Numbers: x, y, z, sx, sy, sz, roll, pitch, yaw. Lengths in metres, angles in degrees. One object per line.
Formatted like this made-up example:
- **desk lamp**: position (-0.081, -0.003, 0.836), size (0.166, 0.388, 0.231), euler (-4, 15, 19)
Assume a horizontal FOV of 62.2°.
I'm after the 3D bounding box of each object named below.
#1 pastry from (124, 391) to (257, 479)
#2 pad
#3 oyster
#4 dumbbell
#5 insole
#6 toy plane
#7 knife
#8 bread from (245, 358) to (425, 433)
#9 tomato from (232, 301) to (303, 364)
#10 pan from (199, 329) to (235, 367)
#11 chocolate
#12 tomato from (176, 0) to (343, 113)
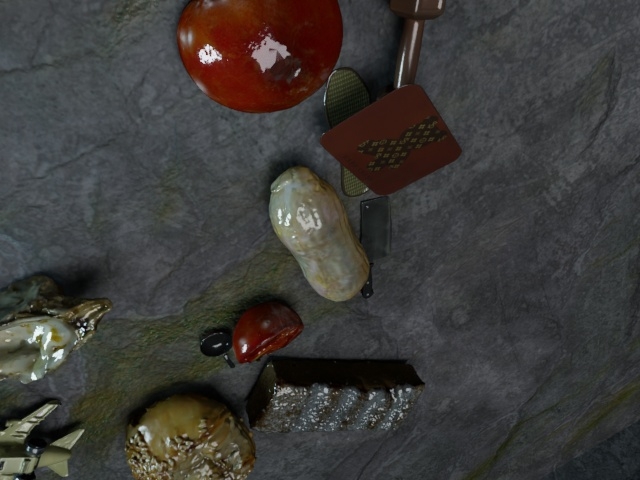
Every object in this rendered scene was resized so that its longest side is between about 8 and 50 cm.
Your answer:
- **pastry**: position (-0.273, 0.467, 1.156), size (0.255, 0.162, 0.311), euler (-28, 130, 10)
- **pad**: position (0.128, -0.157, 0.898), size (0.181, 0.004, 0.267), euler (-27, 152, 21)
- **oyster**: position (-0.500, 0.149, 0.860), size (0.341, 0.110, 0.166), euler (-31, 126, 4)
- **dumbbell**: position (0.137, -0.290, 0.830), size (0.092, 0.082, 0.231), euler (-9, 127, -17)
- **insole**: position (0.057, -0.181, 0.926), size (0.086, 0.005, 0.253), euler (-20, 130, -9)
- **toy plane**: position (-0.590, 0.411, 1.011), size (0.244, 0.092, 0.229), euler (16, 98, -45)
- **knife**: position (0.115, 0.019, 1.095), size (0.072, 0.019, 0.245), euler (-14, 127, -16)
- **bread**: position (0.042, 0.373, 1.267), size (0.416, 0.113, 0.165), euler (9, 119, -28)
- **tomato**: position (-0.114, 0.177, 1.067), size (0.139, 0.091, 0.159), euler (-41, 158, 21)
- **pan**: position (-0.207, 0.225, 1.100), size (0.068, 0.023, 0.115), euler (-26, 128, -5)
- **chocolate**: position (0.000, 0.000, 0.955), size (0.134, 0.134, 0.309), euler (-28, 131, -3)
- **tomato**: position (-0.065, -0.265, 0.720), size (0.233, 0.140, 0.200), euler (-42, 137, 9)
